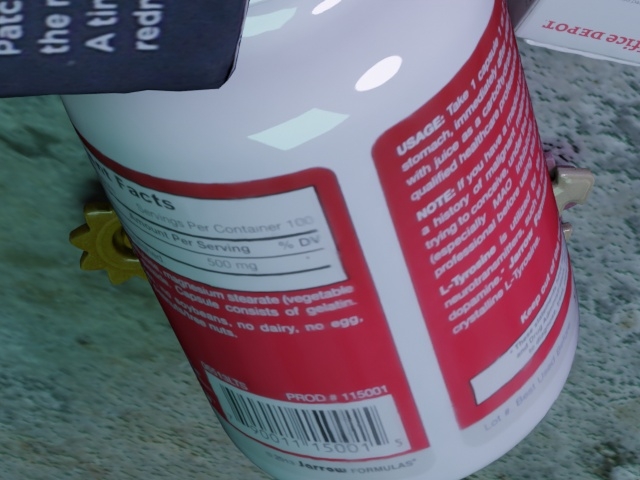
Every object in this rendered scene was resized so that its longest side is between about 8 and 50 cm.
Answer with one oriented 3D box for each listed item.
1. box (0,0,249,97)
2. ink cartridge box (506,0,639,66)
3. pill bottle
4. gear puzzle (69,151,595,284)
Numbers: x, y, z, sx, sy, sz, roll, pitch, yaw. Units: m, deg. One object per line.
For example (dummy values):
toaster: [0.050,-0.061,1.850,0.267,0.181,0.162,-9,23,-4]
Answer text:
box: [-0.264,-0.290,0.444,0.471,0.480,0.297,-2,144,-13]
ink cartridge box: [0.181,-0.173,1.091,0.109,0.063,0.150,9,140,-27]
pill bottle: [-0.005,-0.064,1.027,0.229,0.229,0.408,-16,136,5]
gear puzzle: [0.000,0.000,1.292,0.338,0.044,0.175,0,136,-18]
